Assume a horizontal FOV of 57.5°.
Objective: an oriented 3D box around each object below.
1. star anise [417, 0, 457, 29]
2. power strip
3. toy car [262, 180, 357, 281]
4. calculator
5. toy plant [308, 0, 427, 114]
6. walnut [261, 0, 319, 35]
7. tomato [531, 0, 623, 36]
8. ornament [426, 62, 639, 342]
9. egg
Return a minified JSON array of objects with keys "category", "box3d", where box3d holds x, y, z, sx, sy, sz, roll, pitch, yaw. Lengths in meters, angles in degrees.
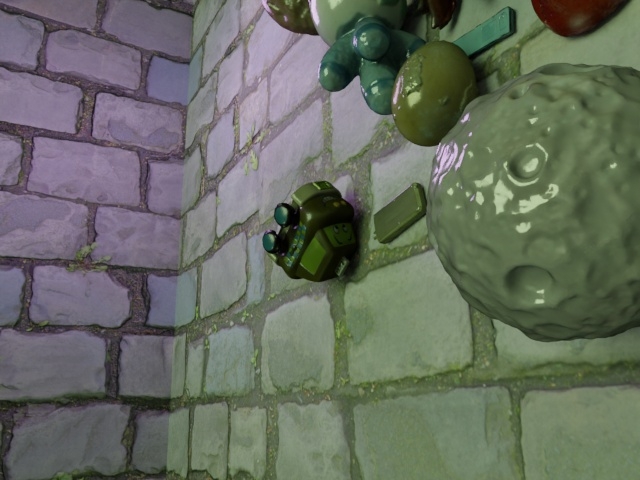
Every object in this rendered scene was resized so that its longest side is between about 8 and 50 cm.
[{"category":"star anise","box3d":[0.264,-0.567,1.163,0.288,0.088,0.288,-172,90,-76]},{"category":"power strip","box3d":[0.166,-0.054,1.261,0.169,0.028,0.076,-41,49,47]},{"category":"toy car","box3d":[0.000,0.000,1.423,0.198,0.204,0.247,44,125,28]},{"category":"calculator","box3d":[0.303,-0.386,1.118,0.172,0.018,0.057,-18,66,58]},{"category":"toy plant","box3d":[0.109,-0.414,1.272,0.247,0.247,0.332,-42,50,49]},{"category":"walnut","box3d":[-0.026,-0.678,1.538,0.273,0.273,0.227,-57,0,36]},{"category":"tomato","box3d":[0.391,-0.419,0.888,0.189,0.099,0.173,-51,39,40]},{"category":"ornament","box3d":[0.288,-0.039,0.718,0.337,0.337,0.336,-24,62,57]},{"category":"egg","box3d":[0.217,-0.277,1.105,0.164,0.164,0.201,6,82,61]}]
